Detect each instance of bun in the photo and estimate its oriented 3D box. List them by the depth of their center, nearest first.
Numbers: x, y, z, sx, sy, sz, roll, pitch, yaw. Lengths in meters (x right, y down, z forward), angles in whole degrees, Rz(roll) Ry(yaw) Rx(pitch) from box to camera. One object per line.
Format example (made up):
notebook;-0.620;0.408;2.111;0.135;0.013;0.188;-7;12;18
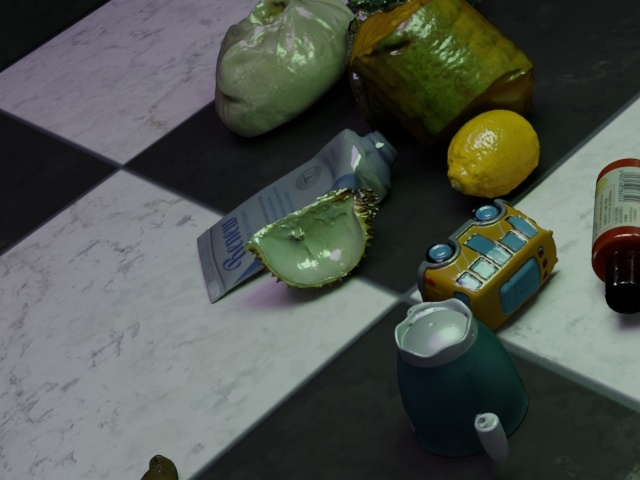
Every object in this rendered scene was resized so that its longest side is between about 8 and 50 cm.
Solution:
bun;-0.096;-0.394;2.522;0.365;0.219;0.365;-32;24;16

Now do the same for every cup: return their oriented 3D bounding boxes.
cup;0.177;0.176;1.601;0.167;0.173;0.299;-27;33;-1

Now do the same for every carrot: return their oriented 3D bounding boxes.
carrot;0.222;-0.293;2.095;0.241;0.341;0.241;-47;6;6

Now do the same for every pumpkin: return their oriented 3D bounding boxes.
pumpkin;0.174;-0.370;2.332;0.232;0.242;0.325;-24;35;18

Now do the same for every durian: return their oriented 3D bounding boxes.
durian;0.000;0.000;2.010;0.252;0.139;0.144;-26;36;-2

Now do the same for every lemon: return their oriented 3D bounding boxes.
lemon;0.289;-0.143;2.017;0.187;0.142;0.142;-37;34;-21

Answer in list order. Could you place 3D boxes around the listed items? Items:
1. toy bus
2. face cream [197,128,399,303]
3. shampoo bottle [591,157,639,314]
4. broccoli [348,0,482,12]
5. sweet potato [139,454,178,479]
toy bus;0.259;0.043;1.786;0.209;0.126;0.136;-40;43;-23
face cream;-0.043;-0.059;2.177;0.420;0.137;0.235;-34;33;7
shampoo bottle;0.450;-0.003;1.735;0.104;0.104;0.278;-10;35;23
broccoli;0.197;-0.592;2.511;0.293;0.348;0.281;-2;69;-4
sweet potato;-0.256;0.398;1.657;0.112;0.085;0.286;-17;32;21
